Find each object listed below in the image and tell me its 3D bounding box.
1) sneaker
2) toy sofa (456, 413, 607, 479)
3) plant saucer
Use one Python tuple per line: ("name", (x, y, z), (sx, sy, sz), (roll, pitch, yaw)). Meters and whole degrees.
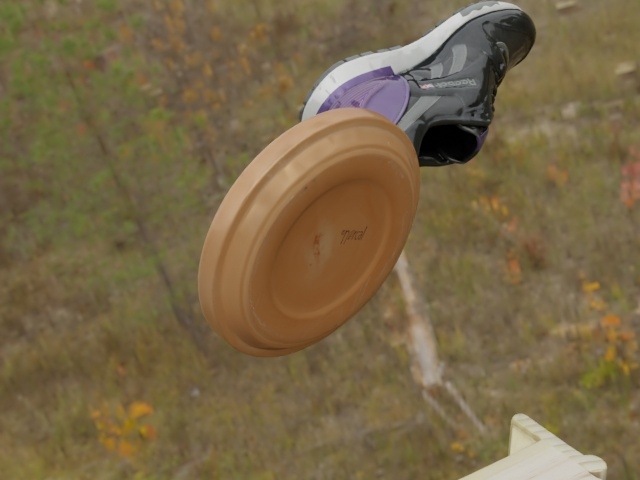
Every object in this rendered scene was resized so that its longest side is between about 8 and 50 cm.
("sneaker", (0.120, -0.124, 1.266), (0.283, 0.107, 0.124), (-29, 62, -34))
("toy sofa", (0.110, 0.310, 1.242), (0.362, 0.150, 0.177), (-18, 33, -32))
("plant saucer", (0.000, 0.000, 0.414), (0.083, 0.083, 0.013), (-33, 50, -27))
